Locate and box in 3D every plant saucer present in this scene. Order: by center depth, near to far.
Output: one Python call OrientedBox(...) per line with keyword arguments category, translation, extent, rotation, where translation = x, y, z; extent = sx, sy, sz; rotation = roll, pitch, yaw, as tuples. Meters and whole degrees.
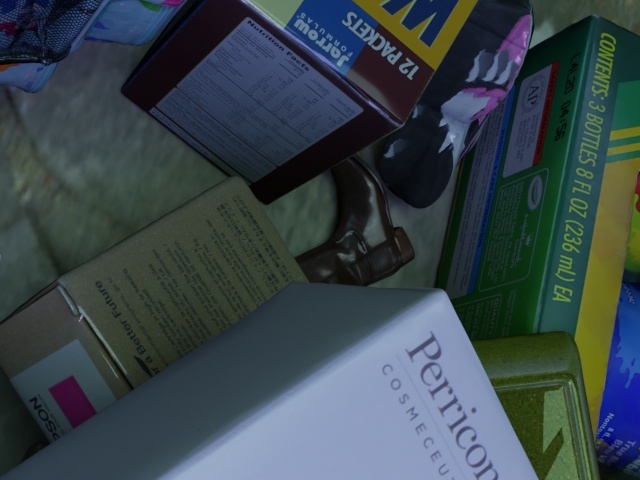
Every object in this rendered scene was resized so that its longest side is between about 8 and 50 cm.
OrientedBox(category="plant saucer", translation=(0.091, 0.149, 0.727), extent=(0.188, 0.045, 0.188), rotation=(-4, 79, -20))

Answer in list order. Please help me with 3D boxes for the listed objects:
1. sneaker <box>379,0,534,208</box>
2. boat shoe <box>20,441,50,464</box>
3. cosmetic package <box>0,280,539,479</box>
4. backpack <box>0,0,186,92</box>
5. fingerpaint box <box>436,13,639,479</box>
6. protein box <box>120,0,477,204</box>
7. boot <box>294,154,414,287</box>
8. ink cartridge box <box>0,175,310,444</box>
OrientedBox(category="sneaker", translation=(0.098, -0.112, 0.903), extent=(0.072, 0.178, 0.077), rotation=(35, 40, 4))
OrientedBox(category="boat shoe", translation=(-0.139, 0.261, 0.733), extent=(0.092, 0.103, 0.285), rotation=(5, 70, -20))
OrientedBox(category="cosmetic package", translation=(-0.079, 0.201, 0.532), extent=(0.385, 0.156, 0.217), rotation=(-34, 103, -20))
OrientedBox(category="backpack", translation=(-0.179, -0.203, 0.734), extent=(0.191, 0.253, 0.225), rotation=(2, 74, -30))
OrientedBox(category="fingerpaint box", translation=(0.267, 0.118, 0.923), extent=(0.371, 0.163, 0.444), rotation=(22, 70, -20))
OrientedBox(category="protein box", translation=(0.000, -0.160, 0.836), extent=(0.136, 0.201, 0.199), rotation=(37, 65, -14))
OrientedBox(category="boot", translation=(0.000, 0.000, 0.897), extent=(0.114, 0.037, 0.106), rotation=(-33, 91, -23))
OrientedBox(category="ink cartridge box", translation=(-0.062, 0.101, 0.772), extent=(0.234, 0.088, 0.193), rotation=(58, 36, -3))
